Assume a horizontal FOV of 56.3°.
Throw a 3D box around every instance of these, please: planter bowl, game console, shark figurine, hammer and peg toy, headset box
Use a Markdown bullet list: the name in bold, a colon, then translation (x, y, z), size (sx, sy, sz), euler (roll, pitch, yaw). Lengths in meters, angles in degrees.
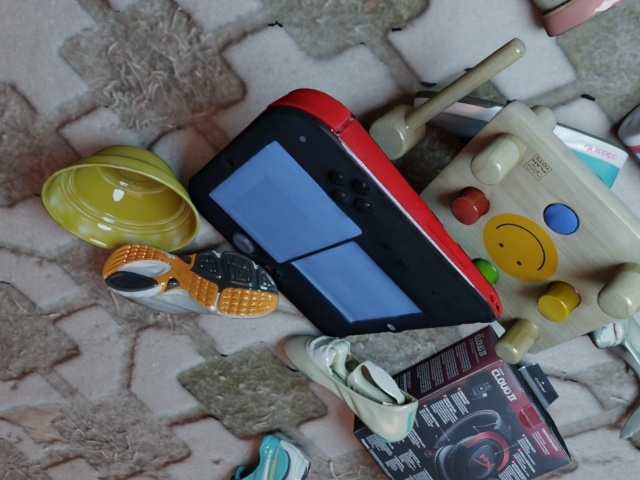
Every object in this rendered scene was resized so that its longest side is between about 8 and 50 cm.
- **planter bowl**: translation (-0.277, -0.073, 0.866), size (0.217, 0.090, 0.217), euler (2, 146, 2)
- **game console**: translation (0.000, 0.000, 0.779), size (0.342, 0.060, 0.386), euler (50, 151, -11)
- **shark figurine**: translation (0.446, 0.172, 0.918), size (0.116, 0.166, 0.278), euler (-15, 127, 38)
- **hammer and peg toy**: translation (0.200, -0.039, 0.692), size (0.361, 0.127, 0.266), euler (48, 149, 6)
- **headset box**: translation (0.233, 0.293, 0.958), size (0.293, 0.110, 0.218), euler (-32, 104, 16)

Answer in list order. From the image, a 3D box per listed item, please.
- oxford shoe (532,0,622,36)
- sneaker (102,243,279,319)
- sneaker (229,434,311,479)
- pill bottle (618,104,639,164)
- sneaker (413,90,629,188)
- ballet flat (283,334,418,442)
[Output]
- **oxford shoe**: translation (0.401, -0.388, 0.692), size (0.348, 0.123, 0.130), euler (-32, 99, 14)
- **sneaker**: translation (-0.192, 0.073, 0.928), size (0.262, 0.099, 0.121), euler (12, 156, 3)
- **sneaker**: translation (-0.121, 0.463, 1.077), size (0.110, 0.107, 0.275), euler (36, 105, 13)
- **pill bottle**: translation (0.493, -0.106, 0.790), size (0.108, 0.108, 0.180), euler (-41, 101, 17)
- **sneaker**: translation (0.246, -0.085, 0.820), size (0.295, 0.124, 0.178), euler (18, 101, -2)
- **ballet flat**: translation (0.044, 0.199, 0.910), size (0.248, 0.086, 0.086), euler (34, 113, 28)
